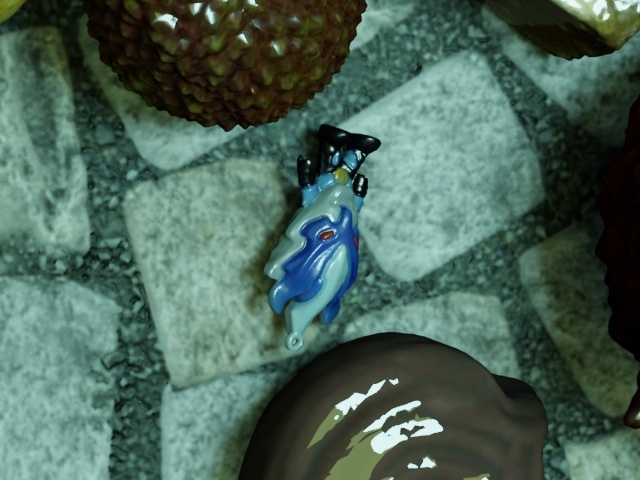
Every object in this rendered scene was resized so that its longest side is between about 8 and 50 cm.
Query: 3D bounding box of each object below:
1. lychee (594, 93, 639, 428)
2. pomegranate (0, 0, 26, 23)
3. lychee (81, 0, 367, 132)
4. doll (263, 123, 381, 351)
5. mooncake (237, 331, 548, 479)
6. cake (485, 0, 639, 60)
[{"bbox_3d":[0.410,-0.001,1.259,0.500,0.424,0.424,-29,101,-29],"label":"lychee"},{"bbox_3d":[-0.341,-0.323,1.142,0.410,0.410,0.410,-1,96,-9],"label":"pomegranate"},{"bbox_3d":[-0.080,-0.206,1.253,0.236,0.271,0.236,-2,81,13],"label":"lychee"},{"bbox_3d":[0.000,0.000,1.378,0.096,0.070,0.195,15,90,-41],"label":"doll"},{"bbox_3d":[0.086,0.255,1.366,0.334,0.174,0.326,23,89,-10],"label":"mooncake"},{"bbox_3d":[0.166,-0.302,1.310,0.293,0.199,0.196,37,92,-10],"label":"cake"}]
